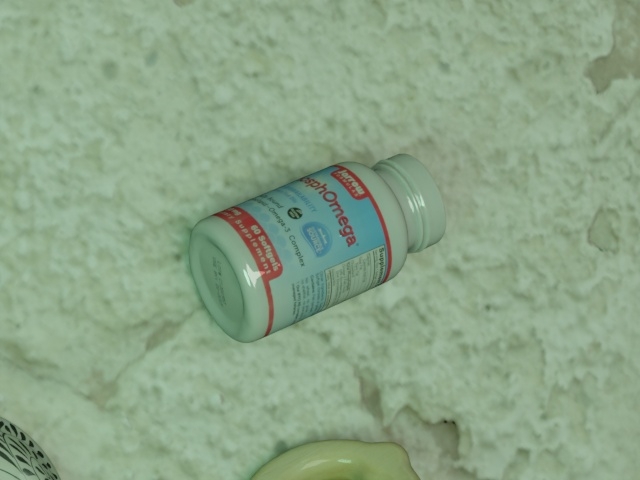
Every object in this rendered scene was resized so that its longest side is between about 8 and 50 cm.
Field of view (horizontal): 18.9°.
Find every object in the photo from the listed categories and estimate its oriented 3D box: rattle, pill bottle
[{"bbox_3d":[-0.024,0.215,1.278,0.200,0.142,0.130,-18,62,-11],"label":"rattle"},{"bbox_3d":[0.000,0.000,1.270,0.160,0.087,0.087,-24,97,-25],"label":"pill bottle"}]

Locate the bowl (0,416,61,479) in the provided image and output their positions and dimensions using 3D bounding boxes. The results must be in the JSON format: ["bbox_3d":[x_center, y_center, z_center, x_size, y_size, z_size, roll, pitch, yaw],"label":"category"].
[{"bbox_3d":[-0.218,0.184,1.159,0.170,0.080,0.170,2,85,-26],"label":"bowl"}]
